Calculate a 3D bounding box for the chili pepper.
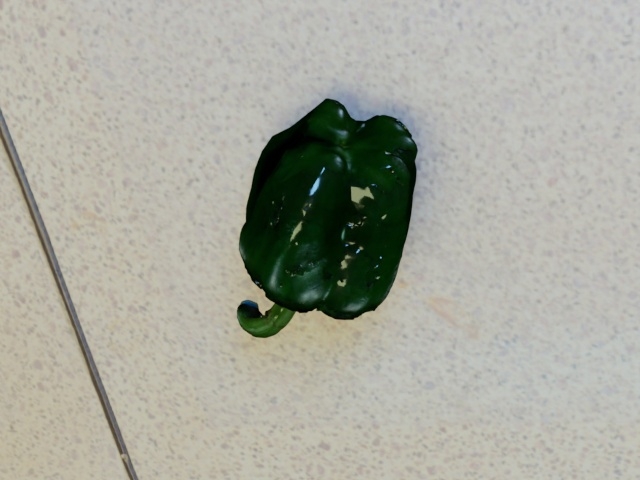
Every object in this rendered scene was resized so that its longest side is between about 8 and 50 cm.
[{"bbox_3d":[0.000,0.000,1.330,0.165,0.174,0.261,8,125,-14],"label":"chili pepper"}]
